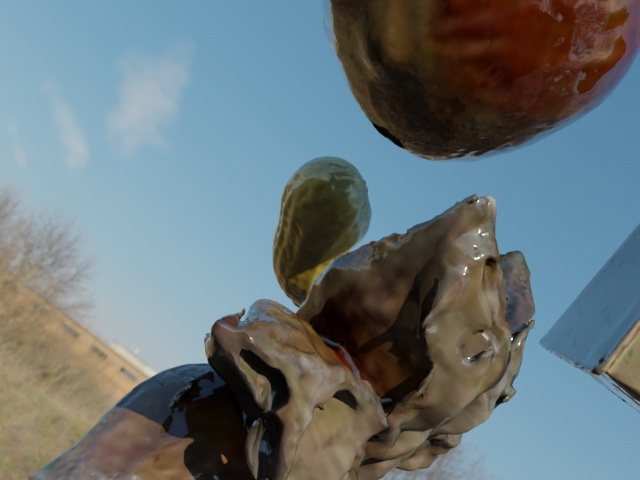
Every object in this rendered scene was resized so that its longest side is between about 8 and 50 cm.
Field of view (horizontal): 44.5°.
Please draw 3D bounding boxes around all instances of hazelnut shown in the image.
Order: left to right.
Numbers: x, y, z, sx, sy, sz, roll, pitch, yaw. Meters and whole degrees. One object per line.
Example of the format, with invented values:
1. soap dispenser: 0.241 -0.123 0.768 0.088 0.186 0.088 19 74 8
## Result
1. hazelnut: 0.164 -0.289 0.851 0.353 0.421 0.421 31 -19 37

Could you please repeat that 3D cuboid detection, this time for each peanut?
1. peanut: 0.000 0.000 1.209 0.147 0.147 0.305 31 -47 17

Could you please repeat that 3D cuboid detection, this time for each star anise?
1. star anise: -0.004 0.106 0.444 0.117 0.331 0.332 59 -9 26

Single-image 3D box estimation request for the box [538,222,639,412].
1. box: 0.346 0.030 0.600 0.190 0.297 0.225 38 2 5
